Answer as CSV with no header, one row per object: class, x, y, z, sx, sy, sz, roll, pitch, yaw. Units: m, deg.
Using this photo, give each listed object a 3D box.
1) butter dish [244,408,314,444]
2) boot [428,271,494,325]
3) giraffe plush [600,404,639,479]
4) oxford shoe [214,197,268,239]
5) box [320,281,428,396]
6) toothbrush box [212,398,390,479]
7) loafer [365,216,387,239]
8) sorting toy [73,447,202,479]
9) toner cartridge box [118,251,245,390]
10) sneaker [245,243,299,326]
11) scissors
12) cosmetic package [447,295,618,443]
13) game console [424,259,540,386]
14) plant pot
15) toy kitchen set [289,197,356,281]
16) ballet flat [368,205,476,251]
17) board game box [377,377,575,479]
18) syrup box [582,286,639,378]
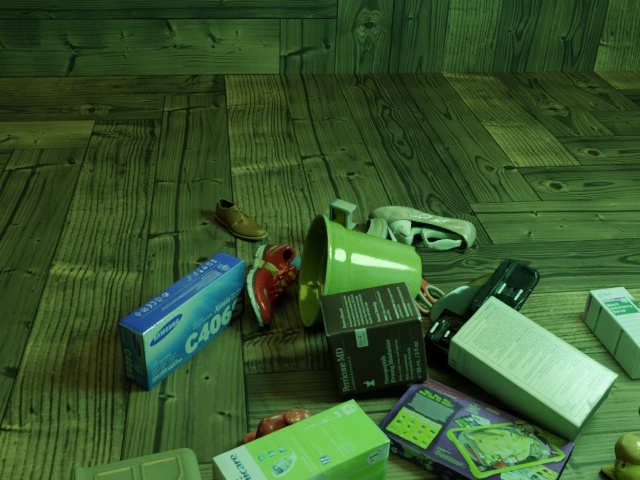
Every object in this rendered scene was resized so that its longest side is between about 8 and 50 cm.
butter dish,-0.055,0.381,1.458,0.160,0.118,0.160,-10,34,-19
boot,0.386,0.152,1.912,0.305,0.112,0.115,-21,8,-25
giraffe plush,0.634,0.417,1.440,0.171,0.181,0.210,-15,69,-8
oxford shoe,-0.238,-0.062,2.210,0.212,0.076,0.076,28,38,33
box,0.115,0.214,1.653,0.203,0.168,0.167,-11,27,-1
toothbrush box,-0.033,0.430,1.298,0.283,0.206,0.122,-15,36,-27
loafer,0.134,0.018,2.078,0.092,0.101,0.268,8,32,-2
sorting toy,-0.308,0.504,1.325,0.229,0.041,0.307,-4,32,-19
toner cartridge box,-0.307,0.177,1.731,0.075,0.165,0.348,20,36,26
sneaker,-0.115,0.098,1.891,0.119,0.107,0.279,-7,39,10
scissors,0.225,0.076,1.981,0.109,0.021,0.297,-16,56,-31
cosmetic package,0.442,0.273,1.595,0.309,0.113,0.160,36,61,27
game console,0.412,0.183,1.776,0.213,0.044,0.361,27,57,25
plant pot,0.100,0.086,1.847,0.254,0.276,0.276,7,30,-14
toy kitchen set,0.000,0.000,2.035,0.122,0.166,0.207,14,33,22
ballet flat,0.289,-0.028,2.168,0.316,0.107,0.106,7,45,9
board game box,0.306,0.407,1.510,0.347,0.056,0.208,21,40,28
syrup box,0.734,0.216,1.800,0.093,0.096,0.236,-5,33,-11
